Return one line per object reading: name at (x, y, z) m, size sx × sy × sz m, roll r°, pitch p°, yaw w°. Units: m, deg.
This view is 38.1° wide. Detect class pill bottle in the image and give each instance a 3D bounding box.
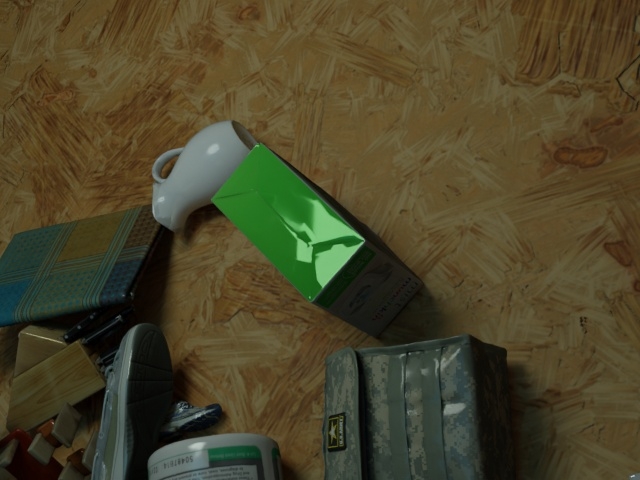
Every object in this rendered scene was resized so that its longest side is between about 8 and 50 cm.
pill bottle at (-0.137, 0.479, 1.340) m, size 0.204 × 0.204 × 0.361 m, roll -19°, pitch 63°, yaw 20°

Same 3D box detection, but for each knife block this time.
knife block at (-0.410, 0.236, 1.629) m, size 0.242 × 0.088 × 0.276 m, roll 15°, pitch 104°, yaw 6°

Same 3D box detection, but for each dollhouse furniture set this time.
dollhouse furniture set at (-0.529, 0.356, 1.586) m, size 0.262 × 0.259 × 0.135 m, roll -35°, pitch 19°, yaw 15°

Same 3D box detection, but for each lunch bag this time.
lunch bag at (0.117, 0.269, 1.315) m, size 0.286 × 0.169 × 0.235 m, roll -12°, pitch 70°, yaw 31°

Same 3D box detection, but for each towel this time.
towel at (-0.461, 0.050, 1.698) m, size 0.370 × 0.040 × 0.271 m, roll -11°, pitch 38°, yaw 22°

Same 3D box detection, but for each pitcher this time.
pitcher at (-0.215, -0.136, 1.663) m, size 0.207 × 0.125 × 0.178 m, roll -38°, pitch 51°, yaw 16°

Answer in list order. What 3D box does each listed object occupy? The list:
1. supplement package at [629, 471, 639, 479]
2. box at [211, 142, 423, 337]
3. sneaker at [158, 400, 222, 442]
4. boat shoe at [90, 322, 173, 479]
supplement package at (0.517, 0.319, 1.103) m, size 0.244 × 0.139 × 0.134 m, roll -23°, pitch 62°, yaw 20°
box at (0.000, 0.000, 1.432) m, size 0.127 × 0.231 × 0.262 m, roll -49°, pitch 58°, yaw 4°
sneaker at (-0.227, 0.291, 1.548) m, size 0.135 × 0.052 × 0.058 m, roll -23°, pitch 59°, yaw 18°
boat shoe at (-0.317, 0.294, 1.508) m, size 0.103 × 0.118 × 0.321 m, roll -1°, pitch 83°, yaw 29°
